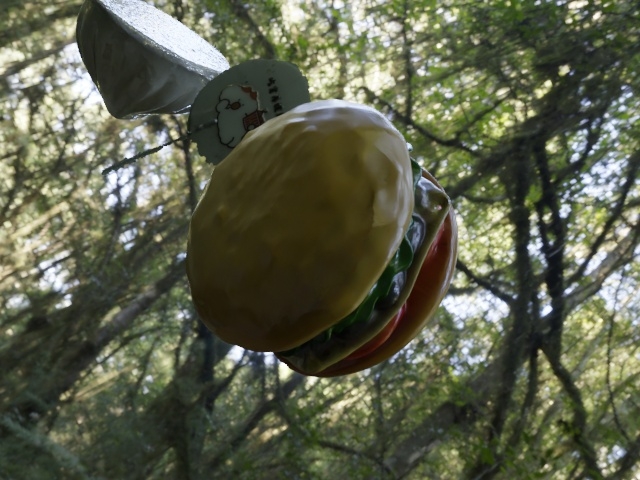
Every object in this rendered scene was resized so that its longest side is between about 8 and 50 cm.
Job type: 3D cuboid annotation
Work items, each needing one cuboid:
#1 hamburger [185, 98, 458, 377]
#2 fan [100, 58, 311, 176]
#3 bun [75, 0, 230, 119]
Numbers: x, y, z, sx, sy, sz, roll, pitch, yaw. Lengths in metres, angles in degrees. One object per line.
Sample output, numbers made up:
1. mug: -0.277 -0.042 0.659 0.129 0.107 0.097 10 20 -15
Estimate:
1. hamburger: 0.000 0.000 0.387 0.162 0.162 0.115 23 -8 48
2. fan: -0.167 -0.158 0.944 0.009 0.329 0.190 56 16 -59
3. bun: -0.293 -0.279 1.111 0.263 0.263 0.175 45 -70 27
